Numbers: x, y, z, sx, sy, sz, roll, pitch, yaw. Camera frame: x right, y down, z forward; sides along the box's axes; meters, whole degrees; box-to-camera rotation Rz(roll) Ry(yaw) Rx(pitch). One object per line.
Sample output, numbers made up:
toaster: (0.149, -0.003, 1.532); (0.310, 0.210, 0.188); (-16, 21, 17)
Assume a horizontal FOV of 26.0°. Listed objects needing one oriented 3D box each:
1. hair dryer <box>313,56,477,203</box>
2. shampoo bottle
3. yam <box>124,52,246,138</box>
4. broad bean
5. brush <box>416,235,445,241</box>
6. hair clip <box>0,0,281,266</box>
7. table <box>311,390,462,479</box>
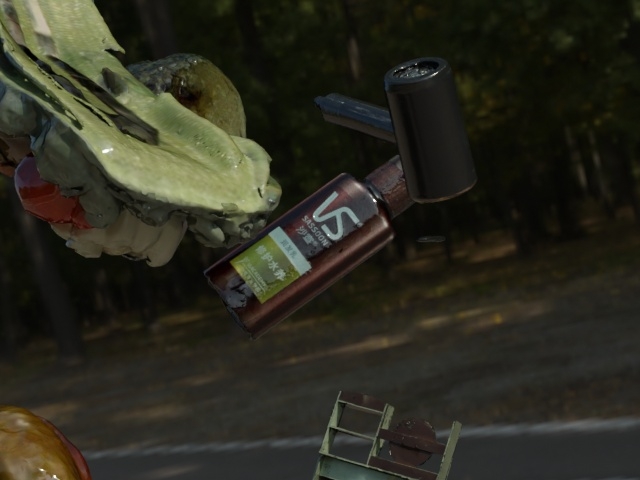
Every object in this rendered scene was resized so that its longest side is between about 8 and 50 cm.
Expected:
hair dryer: (0.055, -0.132, 1.392); (0.070, 0.128, 0.255); (-27, 29, -24)
shampoo bottle: (0.000, 0.000, 1.935); (0.323, 0.129, 0.084); (-35, -20, -8)
yam: (-0.248, -0.134, 1.867); (0.195, 0.195, 0.300); (-12, 0, -41)
broad bean: (-0.271, 0.221, 1.202); (0.122, 0.156, 0.228); (-18, 9, -27)
brush: (0.146, -0.002, 1.804); (0.024, 0.008, 0.083); (-6, -2, 26)
hair clip: (-0.145, -0.086, 0.714); (0.138, 0.091, 0.321); (12, 28, -41)
table: (0.067, 0.263, 1.478); (0.146, 0.175, 0.062); (11, -17, 32)
